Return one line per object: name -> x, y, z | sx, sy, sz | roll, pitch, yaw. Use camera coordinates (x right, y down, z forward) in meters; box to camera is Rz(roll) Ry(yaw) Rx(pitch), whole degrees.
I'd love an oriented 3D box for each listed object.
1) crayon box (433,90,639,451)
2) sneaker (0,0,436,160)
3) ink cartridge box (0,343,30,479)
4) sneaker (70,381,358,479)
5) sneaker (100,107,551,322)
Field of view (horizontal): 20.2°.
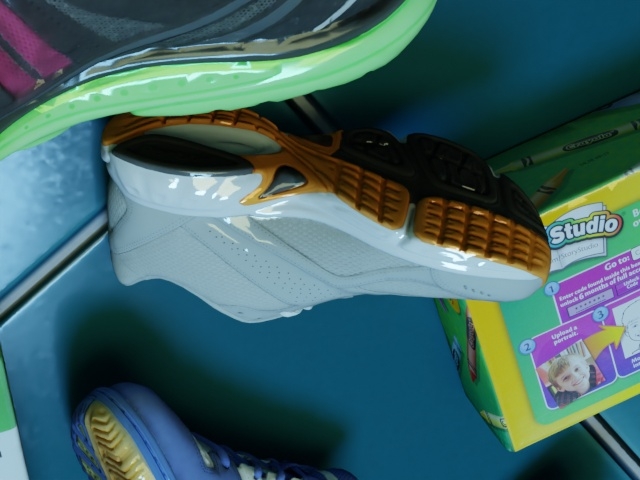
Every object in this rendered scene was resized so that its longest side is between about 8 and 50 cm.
crayon box -> 0.209, -0.001, 1.140 | 0.278, 0.081, 0.165 | -24, 123, -6
sneaker -> -0.167, -0.136, 0.865 | 0.483, 0.185, 0.202 | -23, 136, -19
ink cartridge box -> -0.247, 0.149, 1.054 | 0.153, 0.087, 0.208 | -14, 122, -12
sneaker -> -0.045, 0.171, 1.145 | 0.131, 0.112, 0.296 | -42, 128, -12
sneaker -> 0.000, 0.000, 1.038 | 0.262, 0.099, 0.121 | 14, 129, 4
